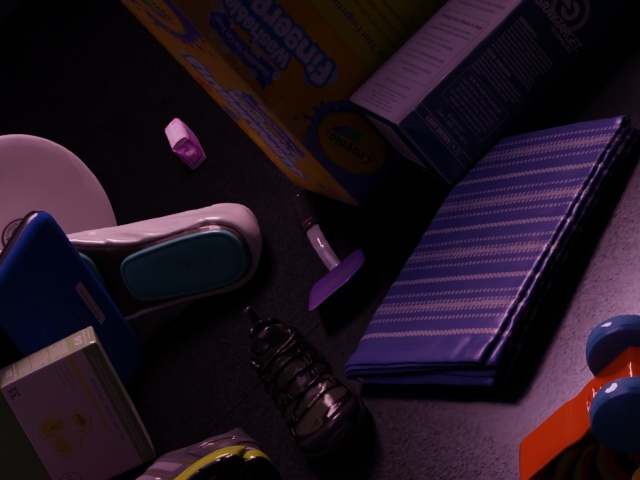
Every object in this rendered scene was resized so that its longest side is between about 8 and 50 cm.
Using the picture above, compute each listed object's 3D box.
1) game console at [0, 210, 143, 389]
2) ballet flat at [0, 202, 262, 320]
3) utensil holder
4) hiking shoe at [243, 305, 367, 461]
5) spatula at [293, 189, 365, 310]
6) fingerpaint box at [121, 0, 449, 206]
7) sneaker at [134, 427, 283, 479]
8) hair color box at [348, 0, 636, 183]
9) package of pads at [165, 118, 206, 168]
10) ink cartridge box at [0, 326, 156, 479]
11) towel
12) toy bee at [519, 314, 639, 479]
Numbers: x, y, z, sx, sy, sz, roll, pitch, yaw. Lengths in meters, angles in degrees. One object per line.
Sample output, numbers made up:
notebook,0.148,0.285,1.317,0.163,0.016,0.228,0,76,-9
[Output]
game console,-0.386,0.137,2.104,0.173,0.293,0.250,6,53,31
ballet flat,-0.255,0.032,2.232,0.400,0.139,0.139,-12,37,16
utensil holder,-0.515,0.023,2.462,0.385,0.327,0.327,-10,43,48
hiking shoe,-0.030,0.147,1.815,0.086,0.114,0.227,-46,26,1
spatula,0.000,0.000,2.074,0.084,0.030,0.296,-40,26,9
fingerpaint box,-0.012,-0.326,2.071,0.371,0.445,0.163,-52,34,-11
sneaker,-0.177,0.294,1.828,0.300,0.111,0.121,-26,17,3
hair color box,0.210,-0.232,1.993,0.347,0.105,0.174,-45,23,-3
package of pads,-0.197,-0.141,2.535,0.032,0.050,0.083,-42,26,7
ink cartridge box,-0.331,0.222,2.007,0.235,0.171,0.056,-25,25,-3
towel,0.176,0.015,1.804,0.243,0.040,0.336,-7,44,54
toy bee,0.288,0.131,1.376,0.298,0.162,0.195,129,160,-57
